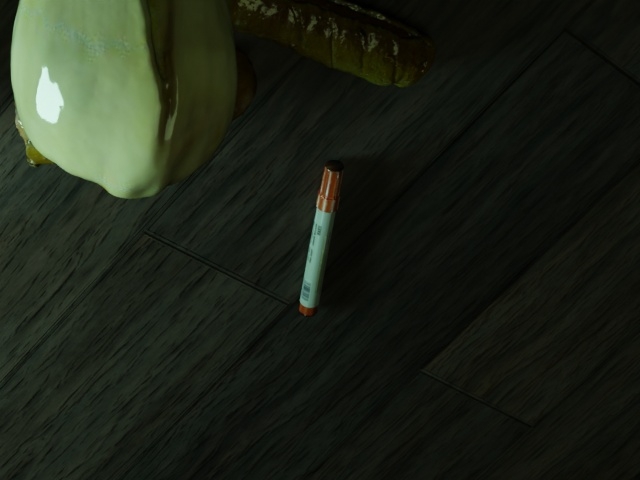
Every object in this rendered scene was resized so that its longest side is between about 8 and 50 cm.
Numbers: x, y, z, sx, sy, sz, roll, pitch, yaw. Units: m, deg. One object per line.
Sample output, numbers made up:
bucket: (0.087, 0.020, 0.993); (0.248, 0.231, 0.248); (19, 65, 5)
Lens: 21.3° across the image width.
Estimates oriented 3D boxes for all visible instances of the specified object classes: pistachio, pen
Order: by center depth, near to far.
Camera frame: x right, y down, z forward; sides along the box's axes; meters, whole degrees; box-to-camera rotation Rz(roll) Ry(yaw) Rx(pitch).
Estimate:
pistachio: (-0.194, -0.201, 1.697); (0.229, 0.321, 0.238); (0, 173, -26)
pen: (0.000, 0.000, 2.117); (0.028, 0.028, 0.239); (-4, 131, -18)

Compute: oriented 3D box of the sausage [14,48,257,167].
sausage: (-0.198, -0.148, 1.859); (0.271, 0.109, 0.109); (-15, 133, -12)

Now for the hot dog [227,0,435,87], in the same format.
hot dog: (0.007, -0.231, 1.897); (0.286, 0.061, 0.088); (12, 135, -28)
